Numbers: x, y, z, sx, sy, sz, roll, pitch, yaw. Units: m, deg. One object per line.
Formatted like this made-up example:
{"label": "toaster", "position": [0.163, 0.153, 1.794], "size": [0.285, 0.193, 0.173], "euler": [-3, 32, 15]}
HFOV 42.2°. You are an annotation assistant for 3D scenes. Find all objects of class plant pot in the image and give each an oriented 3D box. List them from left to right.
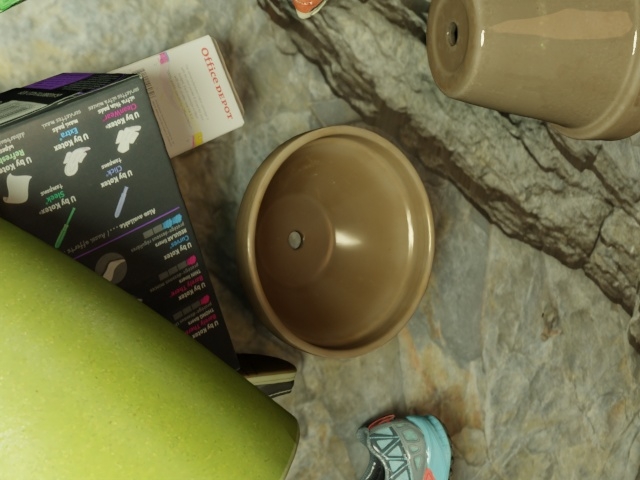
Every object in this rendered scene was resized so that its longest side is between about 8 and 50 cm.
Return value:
{"label": "plant pot", "position": [-0.211, 0.105, 0.499], "size": [0.293, 0.275, 0.275], "euler": [47, 66, -5]}
{"label": "plant pot", "position": [0.000, 0.000, 0.884], "size": [0.237, 0.110, 0.237], "euler": [-2, 93, -34]}
{"label": "plant pot", "position": [0.259, -0.244, 0.990], "size": [0.229, 0.263, 0.263], "euler": [-5, 94, -17]}

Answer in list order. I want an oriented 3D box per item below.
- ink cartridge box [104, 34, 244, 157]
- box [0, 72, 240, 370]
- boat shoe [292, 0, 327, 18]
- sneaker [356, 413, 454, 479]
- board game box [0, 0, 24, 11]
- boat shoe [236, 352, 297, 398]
{"label": "ink cartridge box", "position": [-0.151, -0.129, 0.789], "size": [0.143, 0.090, 0.092], "euler": [-29, 107, -31]}
{"label": "box", "position": [-0.200, 0.010, 0.694], "size": [0.143, 0.165, 0.270], "euler": [-30, 117, -30]}
{"label": "boat shoe", "position": [0.011, -0.301, 0.922], "size": [0.137, 0.049, 0.043], "euler": [-56, 158, -31]}
{"label": "sneaker", "position": [0.074, 0.332, 0.969], "size": [0.125, 0.104, 0.262], "euler": [7, 83, -17]}
{"label": "board game box", "position": [-0.155, -0.272, 0.576], "size": [0.260, 0.030, 0.136], "euler": [-40, 115, -31]}
{"label": "boat shoe", "position": [-0.129, 0.162, 0.825], "size": [0.223, 0.080, 0.073], "euler": [-4, 99, -29]}
